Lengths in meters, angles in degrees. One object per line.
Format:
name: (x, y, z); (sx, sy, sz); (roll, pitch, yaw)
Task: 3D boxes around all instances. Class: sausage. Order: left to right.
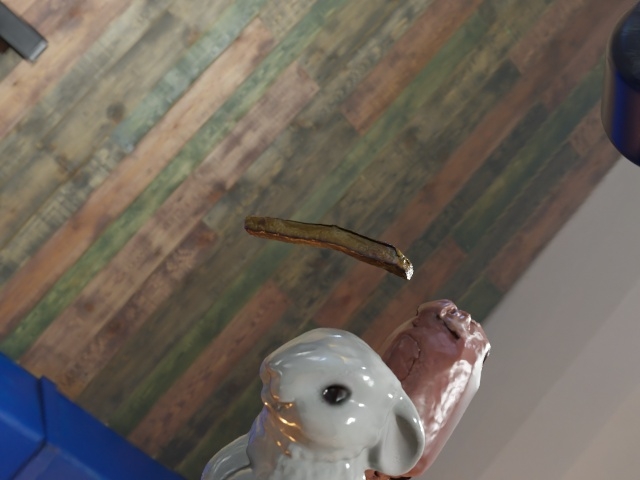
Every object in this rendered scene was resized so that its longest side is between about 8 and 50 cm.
sausage: (0.131, 0.217, 1.195); (0.280, 0.152, 0.152); (-59, -150, -9)

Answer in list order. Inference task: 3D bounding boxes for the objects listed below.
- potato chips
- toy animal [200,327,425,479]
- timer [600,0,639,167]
potato chips: (0.000, 0.000, 0.864); (0.204, 0.037, 0.026); (14, -119, 29)
toy animal: (0.003, 0.261, 0.933); (0.194, 0.257, 0.357); (-96, -157, -64)
timer: (0.439, -0.281, 0.941); (0.270, 0.384, 0.270); (-13, -133, 14)
